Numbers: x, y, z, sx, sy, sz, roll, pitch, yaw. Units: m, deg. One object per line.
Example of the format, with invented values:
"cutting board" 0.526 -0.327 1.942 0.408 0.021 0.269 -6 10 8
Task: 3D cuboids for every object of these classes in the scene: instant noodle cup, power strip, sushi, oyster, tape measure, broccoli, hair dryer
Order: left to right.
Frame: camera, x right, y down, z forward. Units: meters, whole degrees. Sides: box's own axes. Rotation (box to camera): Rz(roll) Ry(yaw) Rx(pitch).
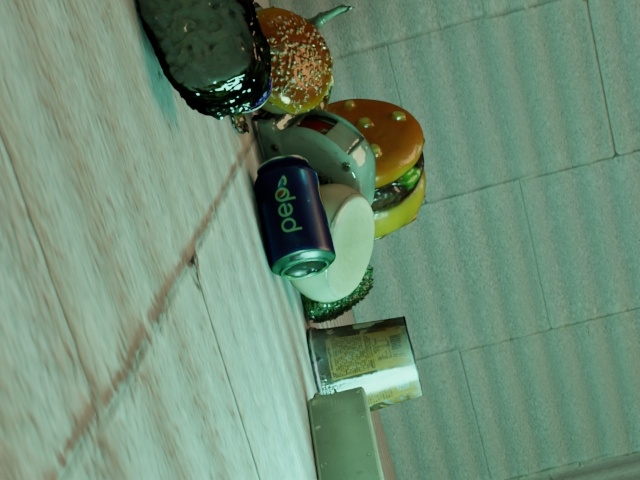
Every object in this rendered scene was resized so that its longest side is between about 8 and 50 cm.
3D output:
"sushi" -0.135 -0.252 1.049 0.127 0.124 0.225 58 12 -79
"oyster" -0.143 -0.271 1.582 0.105 0.056 0.177 -40 120 -77
"hair dryer" -0.057 -0.386 1.952 0.092 0.267 0.229 -38 131 -58
"tape measure" -0.010 -0.152 1.905 0.125 0.246 0.243 -48 137 -39
"broccoli" 0.016 0.069 1.993 0.220 0.194 0.194 4 70 -61
"power strip" 0.050 0.383 1.498 0.367 0.106 0.043 -100 176 -47
"instant noodle cup" 0.096 0.260 1.909 0.217 0.207 0.217 -14 90 -85

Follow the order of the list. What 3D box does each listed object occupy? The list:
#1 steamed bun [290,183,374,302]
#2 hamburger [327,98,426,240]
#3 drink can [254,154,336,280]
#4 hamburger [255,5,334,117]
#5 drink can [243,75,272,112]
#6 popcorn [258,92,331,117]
"steamed bun" 0.000 0.000 1.787 0.232 0.145 0.232 -36 132 -53
"hamburger" 0.101 -0.218 2.488 0.395 0.396 0.277 -100 180 -48
"drink can" -0.047 -0.041 1.605 0.118 0.118 0.205 66 10 -69
"hamburger" -0.075 -0.353 1.817 0.237 0.147 0.237 27 53 -44
"drink can" -0.134 -0.268 1.348 0.235 0.097 0.097 59 17 -76
"popcorn" -0.062 -0.337 2.114 0.189 0.169 0.218 -74 168 -70
